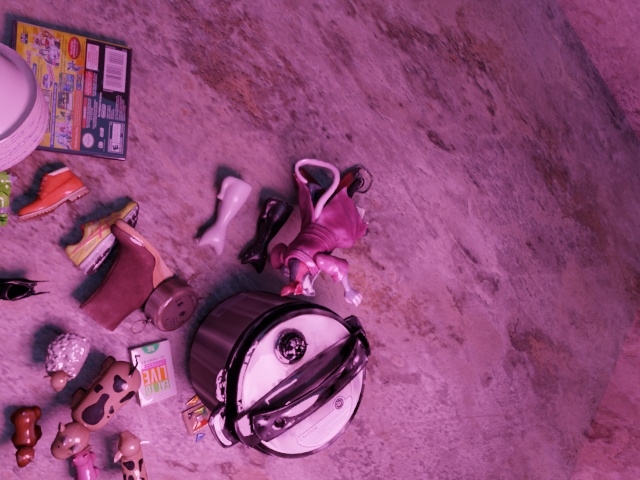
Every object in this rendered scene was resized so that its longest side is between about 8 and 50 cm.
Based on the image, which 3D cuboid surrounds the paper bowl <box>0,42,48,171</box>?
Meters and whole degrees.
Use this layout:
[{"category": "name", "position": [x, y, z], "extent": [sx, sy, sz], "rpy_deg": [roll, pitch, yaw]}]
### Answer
[{"category": "paper bowl", "position": [-0.691, -0.274, 0.953], "extent": [0.285, 0.148, 0.284], "rpy_deg": [5, 65, -11]}]

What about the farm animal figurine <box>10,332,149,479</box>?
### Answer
[{"category": "farm animal figurine", "position": [-0.495, 0.407, 1.106], "extent": [0.330, 0.172, 0.326], "rpy_deg": [28, 80, -22]}]

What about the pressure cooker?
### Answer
[{"category": "pressure cooker", "position": [-0.101, 0.319, 1.224], "extent": [0.376, 0.420, 0.369], "rpy_deg": [23, 78, -30]}]

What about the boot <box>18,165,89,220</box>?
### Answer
[{"category": "boot", "position": [-0.614, -0.104, 1.121], "extent": [0.158, 0.059, 0.084], "rpy_deg": [-40, 107, -33]}]

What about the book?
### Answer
[{"category": "book", "position": [-0.421, 0.331, 1.259], "extent": [0.096, 0.035, 0.144], "rpy_deg": [-11, 95, -35]}]

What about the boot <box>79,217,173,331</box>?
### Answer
[{"category": "boot", "position": [-0.463, 0.087, 1.146], "extent": [0.207, 0.090, 0.248], "rpy_deg": [-44, 145, -19]}]

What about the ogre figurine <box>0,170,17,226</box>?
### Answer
[{"category": "ogre figurine", "position": [-0.724, -0.121, 1.030], "extent": [0.197, 0.097, 0.118], "rpy_deg": [35, 85, -15]}]

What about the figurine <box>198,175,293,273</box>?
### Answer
[{"category": "figurine", "position": [-0.207, -0.040, 1.354], "extent": [0.215, 0.092, 0.209], "rpy_deg": [26, 82, -28]}]

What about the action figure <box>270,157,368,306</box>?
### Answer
[{"category": "action figure", "position": [0.000, 0.000, 1.271], "extent": [0.370, 0.248, 0.275], "rpy_deg": [-62, 154, -47]}]

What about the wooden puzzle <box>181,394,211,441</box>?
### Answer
[{"category": "wooden puzzle", "position": [-0.324, 0.471, 1.327], "extent": [0.079, 0.014, 0.116], "rpy_deg": [-28, 105, -28]}]

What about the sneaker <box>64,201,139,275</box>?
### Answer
[{"category": "sneaker", "position": [-0.510, -0.024, 1.172], "extent": [0.094, 0.081, 0.208], "rpy_deg": [33, 59, -1]}]

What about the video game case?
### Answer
[{"category": "video game case", "position": [-0.573, -0.336, 1.153], "extent": [0.248, 0.035, 0.274], "rpy_deg": [3, 90, -32]}]

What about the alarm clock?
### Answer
[{"category": "alarm clock", "position": [-0.377, 0.172, 1.225], "extent": [0.192, 0.064, 0.129], "rpy_deg": [-32, 143, -34]}]

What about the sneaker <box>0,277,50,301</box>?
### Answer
[{"category": "sneaker", "position": [-0.674, 0.103, 1.065], "extent": [0.170, 0.089, 0.051], "rpy_deg": [-1, 91, -32]}]

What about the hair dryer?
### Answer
[{"category": "hair dryer", "position": [0.034, -0.142, 1.518], "extent": [0.294, 0.080, 0.223], "rpy_deg": [19, 66, -36]}]
